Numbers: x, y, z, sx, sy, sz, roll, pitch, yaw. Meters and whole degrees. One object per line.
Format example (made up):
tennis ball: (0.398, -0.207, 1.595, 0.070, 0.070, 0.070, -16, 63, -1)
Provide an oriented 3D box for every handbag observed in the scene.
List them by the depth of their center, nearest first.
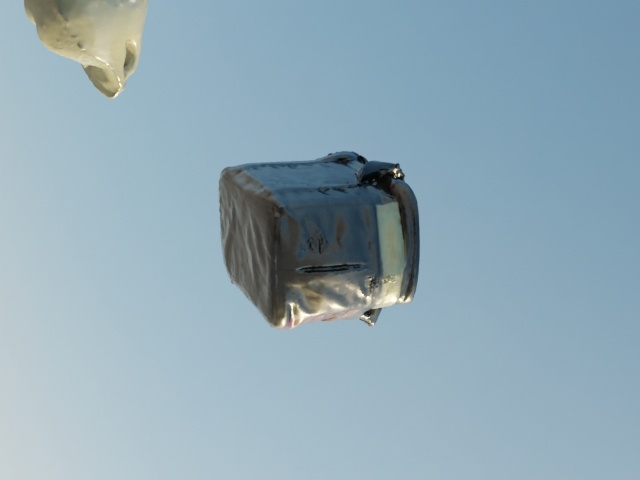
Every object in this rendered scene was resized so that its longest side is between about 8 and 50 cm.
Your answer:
handbag: (0.000, 0.000, 1.117, 0.254, 0.181, 0.181, -147, -128, -68)

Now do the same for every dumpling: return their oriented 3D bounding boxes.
dumpling: (-0.242, -0.241, 1.003, 0.155, 0.111, 0.181, 35, -63, 43)
